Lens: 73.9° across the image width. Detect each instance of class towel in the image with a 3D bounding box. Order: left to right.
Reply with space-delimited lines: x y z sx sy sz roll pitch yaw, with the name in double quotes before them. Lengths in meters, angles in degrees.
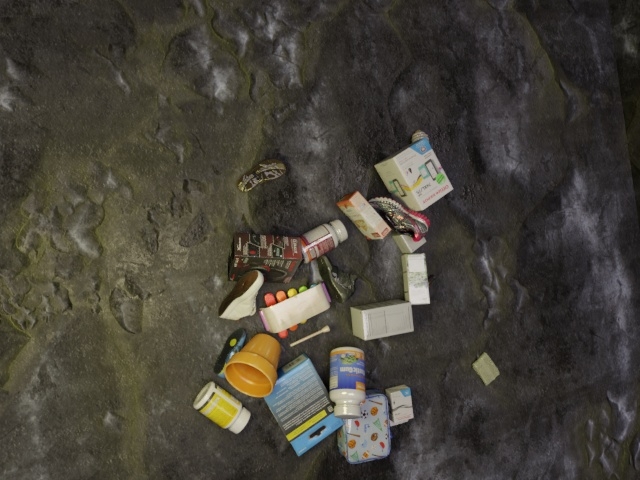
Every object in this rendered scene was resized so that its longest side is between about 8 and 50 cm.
"towel" 0.841 0.652 2.158 0.110 0.027 0.148 -39 100 -16

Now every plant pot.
"plant pot" -0.250 0.485 1.704 0.205 0.205 0.187 44 37 -12

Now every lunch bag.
"lunch bag" 0.198 0.830 1.899 0.244 0.115 0.302 -2 88 -21

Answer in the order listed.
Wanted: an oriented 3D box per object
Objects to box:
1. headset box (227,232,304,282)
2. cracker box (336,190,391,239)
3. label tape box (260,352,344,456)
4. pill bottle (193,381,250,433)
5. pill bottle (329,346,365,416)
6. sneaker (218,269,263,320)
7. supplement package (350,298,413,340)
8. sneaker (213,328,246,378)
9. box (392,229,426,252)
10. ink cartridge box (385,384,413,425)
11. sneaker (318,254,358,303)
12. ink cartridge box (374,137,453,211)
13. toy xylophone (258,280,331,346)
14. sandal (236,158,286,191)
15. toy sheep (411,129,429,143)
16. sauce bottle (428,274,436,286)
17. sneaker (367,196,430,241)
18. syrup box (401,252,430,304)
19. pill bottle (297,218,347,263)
"headset box" -0.214 0.077 1.715 0.294 0.218 0.110 4 57 -19
"cracker box" 0.190 -0.107 1.894 0.232 0.156 0.067 46 76 -11
"label tape box" -0.085 0.692 1.810 0.241 0.106 0.333 -29 98 -16
"pill bottle" -0.391 0.673 1.704 0.208 0.119 0.119 42 77 -12
"pill bottle" 0.115 0.604 1.801 0.153 0.152 0.271 12 56 -18
"sneaker" -0.288 0.225 1.705 0.123 0.290 0.105 25 38 -29
"supplement package" 0.276 0.354 1.923 0.245 0.134 0.138 -6 91 -19
"sneaker" -0.359 0.467 1.756 0.082 0.069 0.209 43 66 -43
"box" 0.418 -0.007 2.002 0.102 0.087 0.101 -35 99 -16
"ink cartridge box" 0.370 0.778 1.982 0.105 0.060 0.179 -8 91 -19
"sneaker" 0.080 0.155 1.895 0.130 0.087 0.227 -27 83 -36
"ink cartridge box" 0.426 -0.291 1.954 0.198 0.197 0.269 -34 99 -16
"toy xylophone" -0.093 0.314 1.830 0.323 0.081 0.235 -14 93 -18
"sandal" -0.253 -0.273 1.809 0.220 0.060 0.089 -32 93 -2
"toy sheep" 0.480 -0.472 2.037 0.091 0.091 0.131 -5 72 -18
"sauce bottle" 0.506 0.212 2.052 0.128 0.042 0.042 -38 100 -17
"sneaker" 0.340 -0.101 1.916 0.300 0.120 0.111 25 69 12
"syrup box" 0.441 0.181 1.977 0.093 0.096 0.236 -3 81 -3
"pill bottle" 0.000 0.000 1.848 0.221 0.121 0.121 -28 97 -17
